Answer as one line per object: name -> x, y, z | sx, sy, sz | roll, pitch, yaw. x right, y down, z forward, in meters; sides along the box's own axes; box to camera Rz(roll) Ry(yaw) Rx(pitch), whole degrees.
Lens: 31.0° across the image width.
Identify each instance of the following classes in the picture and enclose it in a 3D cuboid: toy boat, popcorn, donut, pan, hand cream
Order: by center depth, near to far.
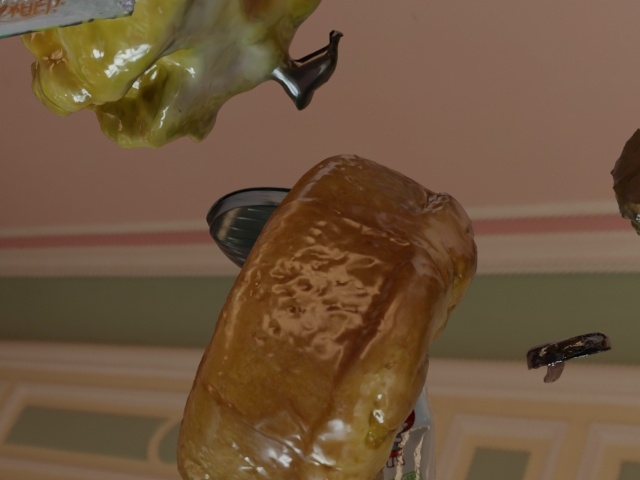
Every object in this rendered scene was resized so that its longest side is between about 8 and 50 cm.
donut -> 0.007, 0.061, 0.646 | 0.114, 0.226, 0.226 | 25, -119, 6
popcorn -> -0.132, -0.235, 0.990 | 0.281, 0.316, 0.297 | 34, -128, 27
toy boat -> 0.000, 0.000, 1.049 | 0.246, 0.093, 0.103 | 10, -154, 25
hand cream -> 0.082, 0.225, 1.405 | 0.121, 0.336, 0.076 | -9, -179, 6
pan -> 0.327, 0.158, 1.563 | 0.115, 0.212, 0.040 | -13, -107, -2

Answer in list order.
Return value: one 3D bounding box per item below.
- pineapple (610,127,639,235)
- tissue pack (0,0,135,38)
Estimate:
pineapple -> 0.363, -0.011, 1.017 | 0.128, 0.248, 0.128 | -29, -139, 30
tissue pack -> -0.146, -0.157, 0.473 | 0.108, 0.148, 0.060 | -17, 171, -21
